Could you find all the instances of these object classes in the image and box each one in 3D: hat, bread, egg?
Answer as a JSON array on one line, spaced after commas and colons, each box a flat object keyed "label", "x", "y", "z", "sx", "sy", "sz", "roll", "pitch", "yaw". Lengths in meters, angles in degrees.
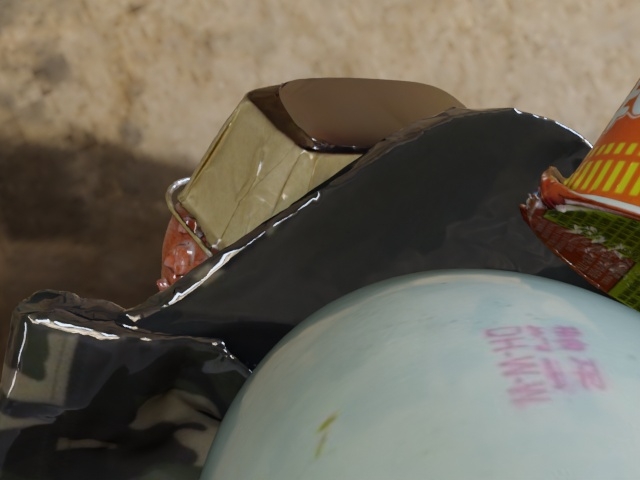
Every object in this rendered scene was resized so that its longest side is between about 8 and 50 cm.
[{"label": "hat", "x": 0.037, "y": 0.121, "z": 1.014, "sx": 0.381, "sy": 0.366, "sz": 0.257, "roll": -33, "pitch": -8, "yaw": -30}, {"label": "bread", "x": 0.000, "y": 0.000, "z": 1.145, "sx": 0.224, "sy": 0.142, "sz": 0.212, "roll": -3, "pitch": -52, "yaw": -37}, {"label": "egg", "x": 0.063, "y": 0.126, "z": 0.654, "sx": 0.230, "sy": 0.230, "sz": 0.371, "roll": -25, "pitch": 19, "yaw": -5}]

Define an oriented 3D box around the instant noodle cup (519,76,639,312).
[{"label": "instant noodle cup", "x": 0.217, "y": -0.061, "z": 0.754, "sx": 0.212, "sy": 0.193, "sz": 0.193, "roll": -61, "pitch": -5, "yaw": -9}]
